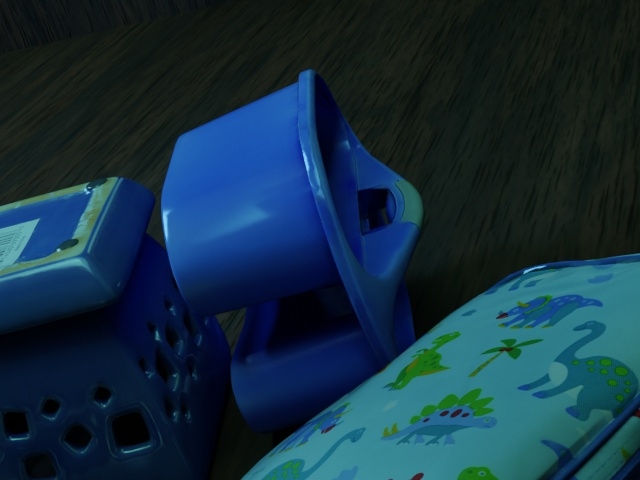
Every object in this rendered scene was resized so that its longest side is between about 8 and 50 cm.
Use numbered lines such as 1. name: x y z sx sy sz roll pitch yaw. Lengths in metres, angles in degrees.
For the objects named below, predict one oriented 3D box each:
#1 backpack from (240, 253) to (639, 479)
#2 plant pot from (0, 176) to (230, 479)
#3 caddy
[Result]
1. backpack: 0.096 0.162 0.627 0.356 0.273 0.290 -15 -1 -31
2. plant pot: -0.221 0.088 1.028 0.236 0.212 0.236 -14 23 8
3. caddy: 0.000 0.000 1.031 0.179 0.241 0.341 -20 23 8
